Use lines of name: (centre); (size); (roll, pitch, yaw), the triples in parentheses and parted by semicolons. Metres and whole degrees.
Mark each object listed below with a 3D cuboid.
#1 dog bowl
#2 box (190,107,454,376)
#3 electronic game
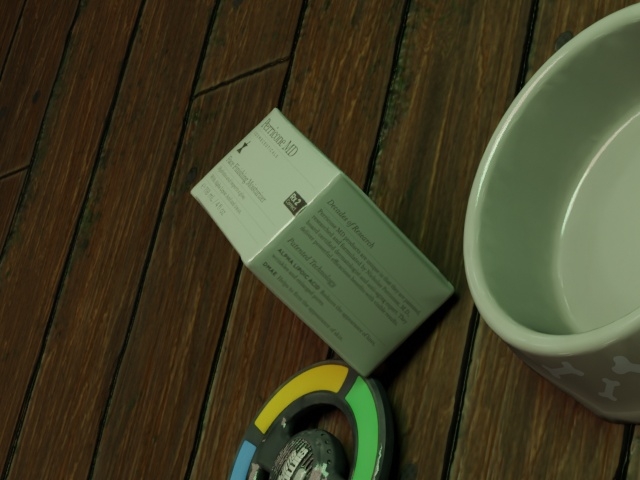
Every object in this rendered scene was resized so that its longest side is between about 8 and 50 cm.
dog bowl: (0.253, -0.035, 1.329); (0.349, 0.102, 0.348); (-34, 41, 36)
box: (0.000, 0.000, 1.558); (0.119, 0.182, 0.181); (-44, 31, 1)
electronic game: (-0.014, 0.217, 1.562); (0.229, 0.048, 0.229); (-34, 41, 36)
